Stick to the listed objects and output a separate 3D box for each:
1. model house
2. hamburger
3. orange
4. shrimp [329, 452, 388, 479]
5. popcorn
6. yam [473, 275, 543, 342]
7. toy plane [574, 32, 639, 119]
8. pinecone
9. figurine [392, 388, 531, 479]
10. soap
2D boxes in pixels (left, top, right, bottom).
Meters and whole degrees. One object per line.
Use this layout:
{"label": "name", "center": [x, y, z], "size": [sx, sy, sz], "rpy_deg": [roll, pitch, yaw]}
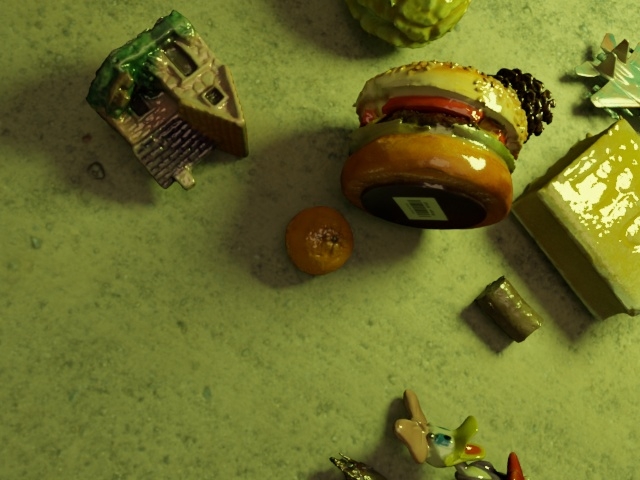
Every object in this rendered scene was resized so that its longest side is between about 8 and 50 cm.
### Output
{"label": "model house", "center": [-0.255, -0.235, 1.024], "size": [0.237, 0.202, 0.237], "rpy_deg": [-43, 88, -15]}
{"label": "hamburger", "center": [0.210, -0.169, 1.039], "size": [0.329, 0.330, 0.250], "rpy_deg": [12, 76, -8]}
{"label": "orange", "center": [-0.001, -0.002, 1.070], "size": [0.135, 0.117, 0.136], "rpy_deg": [4, 71, -11]}
{"label": "shrimp", "center": [0.092, 0.500, 1.022], "size": [0.251, 0.052, 0.143], "rpy_deg": [45, 79, 0]}
{"label": "popcorn", "center": [0.190, -0.537, 1.140], "size": [0.247, 0.282, 0.282], "rpy_deg": [-17, 82, -26]}
{"label": "yam", "center": [0.386, 0.142, 1.135], "size": [0.084, 0.084, 0.127], "rpy_deg": [-42, 86, -15]}
{"label": "toy plane", "center": [0.744, -0.328, 1.284], "size": [0.326, 0.104, 0.223], "rpy_deg": [45, 75, -4]}
{"label": "pinecone", "center": [0.422, -0.282, 1.190], "size": [0.165, 0.163, 0.163], "rpy_deg": [-3, 79, -30]}
{"label": "figurine", "center": [0.289, 0.466, 1.023], "size": [0.193, 0.154, 0.421], "rpy_deg": [-27, 93, 20]}
{"label": "soap", "center": [0.612, -0.045, 1.178], "size": [0.293, 0.156, 0.335], "rpy_deg": [-35, 88, -19]}
